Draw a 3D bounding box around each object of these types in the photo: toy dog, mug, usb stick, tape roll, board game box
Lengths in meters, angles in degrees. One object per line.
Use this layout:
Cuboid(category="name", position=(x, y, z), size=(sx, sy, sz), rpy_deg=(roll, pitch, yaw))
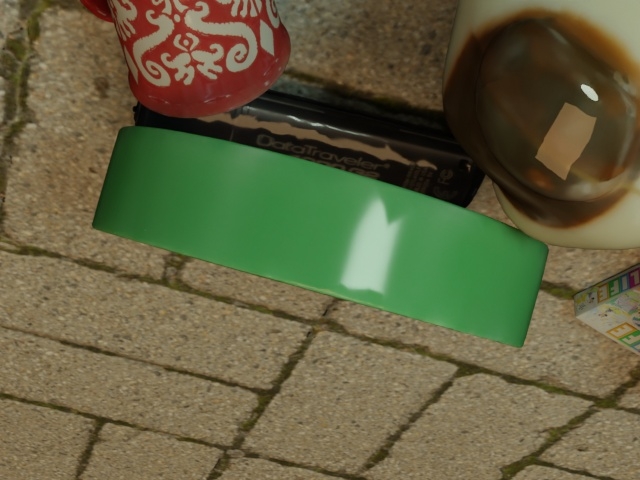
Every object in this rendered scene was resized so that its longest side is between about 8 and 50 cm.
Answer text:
Cuboid(category="toy dog", position=(0.273, -0.081, 0.611), size=(0.408, 0.284, 0.395), rpy_deg=(3, 144, 8))
Cuboid(category="mug", position=(-0.107, -0.175, 0.684), size=(0.150, 0.113, 0.169), rpy_deg=(-3, 140, 10))
Cuboid(category="usb stick", position=(-0.008, -0.079, 0.852), size=(0.278, 0.045, 0.077), rpy_deg=(13, 140, -8))
Cuboid(category="tape roll", position=(0.000, 0.000, 0.792), size=(0.321, 0.077, 0.321), rpy_deg=(15, 177, 1))
Cuboid(category="board game box", position=(0.329, 0.074, 1.024), size=(0.154, 0.026, 0.103), rpy_deg=(28, 139, -27))
